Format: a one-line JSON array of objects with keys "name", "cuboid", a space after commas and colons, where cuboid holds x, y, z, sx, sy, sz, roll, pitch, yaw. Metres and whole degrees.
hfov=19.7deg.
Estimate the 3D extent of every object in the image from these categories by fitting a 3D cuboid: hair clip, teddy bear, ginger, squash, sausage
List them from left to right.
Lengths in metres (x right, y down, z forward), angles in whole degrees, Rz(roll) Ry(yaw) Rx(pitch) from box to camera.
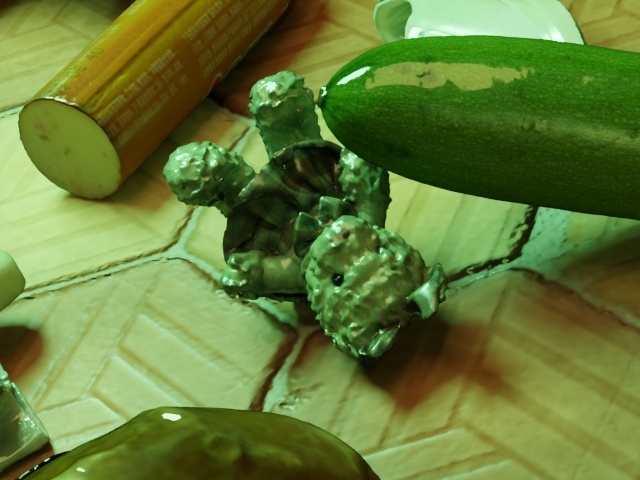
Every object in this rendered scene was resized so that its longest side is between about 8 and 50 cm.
[{"name": "hair clip", "cuboid": [-0.255, 0.077, 1.199, 0.159, 0.071, 0.218, -27, 33, -11]}, {"name": "ginger", "cuboid": [-0.115, 0.179, 0.912, 0.321, 0.172, 0.165, -26, 39, -14]}, {"name": "sausage", "cuboid": [-0.106, -0.158, 1.425, 0.093, 0.093, 0.312, 10, 43, 32]}, {"name": "teddy bear", "cuboid": [-0.001, 0.004, 1.174, 0.133, 0.111, 0.213, -36, 64, -10]}, {"name": "squash", "cuboid": [0.196, -0.063, 1.131, 0.395, 0.107, 0.107, 8, 40, 7]}]

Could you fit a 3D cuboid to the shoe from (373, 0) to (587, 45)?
[{"name": "shoe", "cuboid": [0.118, -0.126, 1.303, 0.110, 0.095, 0.265, -25, 31, -1]}]
